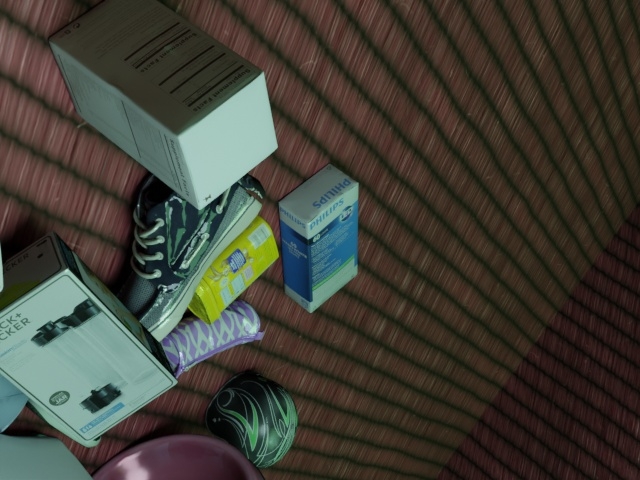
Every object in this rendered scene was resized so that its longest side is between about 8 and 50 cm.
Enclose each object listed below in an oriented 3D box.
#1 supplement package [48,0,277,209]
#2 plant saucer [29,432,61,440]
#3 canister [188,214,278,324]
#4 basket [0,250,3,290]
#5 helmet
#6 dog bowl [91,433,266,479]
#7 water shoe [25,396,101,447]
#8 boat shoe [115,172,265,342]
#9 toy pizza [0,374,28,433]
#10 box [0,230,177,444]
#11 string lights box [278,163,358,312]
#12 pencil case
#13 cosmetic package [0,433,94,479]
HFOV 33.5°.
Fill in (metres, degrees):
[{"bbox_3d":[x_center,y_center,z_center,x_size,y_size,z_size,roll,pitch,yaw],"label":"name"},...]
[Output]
[{"bbox_3d":[-0.187,-0.175,1.280,0.134,0.244,0.139,-41,150,-22],"label":"supplement package"},{"bbox_3d":[-0.494,0.385,1.690,0.192,0.018,0.067,-51,152,-3],"label":"plant saucer"},{"bbox_3d":[-0.153,0.043,1.764,0.170,0.073,0.126,-44,151,-20],"label":"canister"},{"bbox_3d":[-0.447,-0.003,1.230,0.113,0.103,0.167,-30,145,-37],"label":"basket"},{"bbox_3d":[-0.123,0.354,2.065,0.169,0.161,0.169,-37,148,-28],"label":"helmet"},{"bbox_3d":[-0.255,0.502,1.816,0.408,0.408,0.150,-36,131,-29],"label":"dog bowl"},{"bbox_3d":[-0.382,0.263,1.663,0.080,0.073,0.203,-50,153,-11],"label":"water shoe"},{"bbox_3d":[-0.241,0.007,1.566,0.340,0.127,0.158,-54,139,-5],"label":"boat shoe"},{"bbox_3d":[-0.490,0.220,1.493,0.201,0.032,0.201,-38,148,-29],"label":"toy pizza"},{"bbox_3d":[-0.343,0.139,1.447,0.169,0.087,0.290,-33,134,-1],"label":"box"},{"bbox_3d":[0.000,0.000,1.944,0.133,0.076,0.260,-38,149,-27],"label":"string lights box"},{"bbox_3d":[-0.196,0.166,1.821,0.206,0.088,0.086,-24,142,-44],"label":"pencil case"},{"bbox_3d":[-0.494,0.518,1.473,0.394,0.327,0.329,-52,152,10],"label":"cosmetic package"}]
